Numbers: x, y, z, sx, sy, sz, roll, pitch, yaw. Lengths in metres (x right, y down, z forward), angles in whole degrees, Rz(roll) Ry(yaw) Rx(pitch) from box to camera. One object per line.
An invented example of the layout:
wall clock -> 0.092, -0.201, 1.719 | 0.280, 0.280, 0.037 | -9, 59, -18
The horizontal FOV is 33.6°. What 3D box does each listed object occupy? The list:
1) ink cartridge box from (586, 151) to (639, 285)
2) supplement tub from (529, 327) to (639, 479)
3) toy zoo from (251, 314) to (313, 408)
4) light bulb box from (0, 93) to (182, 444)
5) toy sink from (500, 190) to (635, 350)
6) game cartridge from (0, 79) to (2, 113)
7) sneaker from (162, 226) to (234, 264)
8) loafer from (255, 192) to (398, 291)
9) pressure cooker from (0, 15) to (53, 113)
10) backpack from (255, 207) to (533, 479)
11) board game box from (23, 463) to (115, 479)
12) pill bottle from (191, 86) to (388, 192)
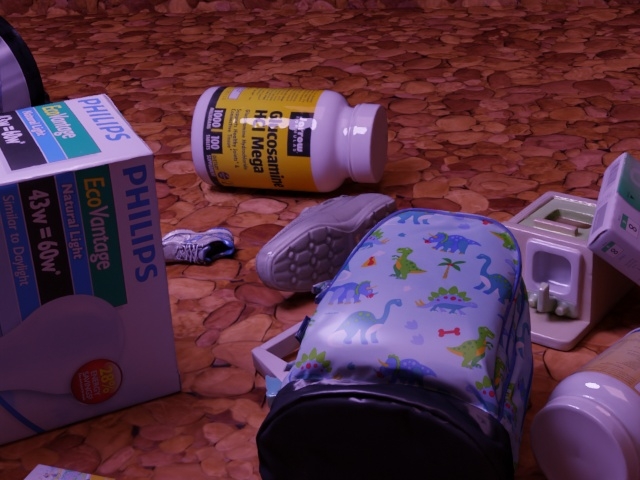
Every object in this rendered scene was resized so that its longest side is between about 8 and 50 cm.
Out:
ink cartridge box -> 0.477, 0.005, 1.454 | 0.224, 0.056, 0.181 | 34, 43, -6
supplement tub -> 0.338, 0.192, 1.160 | 0.199, 0.144, 0.144 | -25, 33, -37
toy zoo -> 0.045, 0.147, 1.403 | 0.293, 0.030, 0.192 | -29, 36, -33
light bulb box -> -0.388, 0.044, 1.320 | 0.361, 0.358, 0.225 | -15, 32, -21
toy sink -> 0.338, 0.032, 1.505 | 0.152, 0.131, 0.234 | 16, 32, 36
game cartridge -> -0.519, -0.091, 1.354 | 0.230, 0.355, 0.068 | -13, 37, -28
sneaker -> -0.201, 0.012, 1.715 | 0.135, 0.052, 0.058 | -12, 31, -16
loafer -> 0.000, 0.000, 1.657 | 0.111, 0.112, 0.319 | 10, 21, 36
pressure cooker -> -0.739, -0.264, 2.000 | 0.375, 0.370, 0.420 | -17, 15, 32
backpack -> 0.117, 0.127, 1.212 | 0.290, 0.274, 0.355 | 5, 22, 24
board game box -> -0.302, 0.306, 1.145 | 0.103, 0.026, 0.154 | 5, 27, 19
pill bottle -> -0.053, -0.185, 1.942 | 0.333, 0.188, 0.188 | 4, 27, 16
